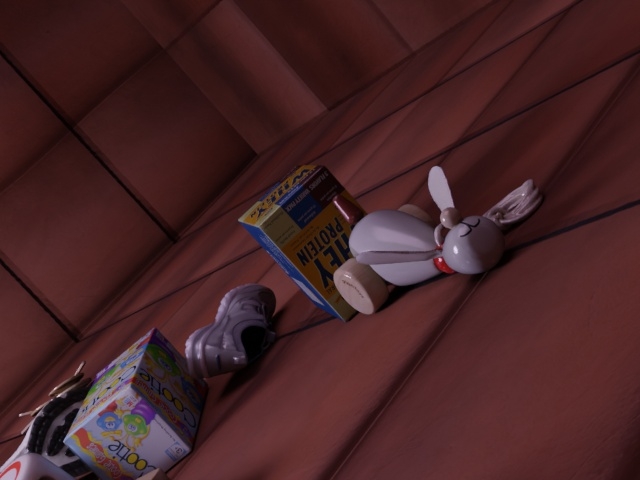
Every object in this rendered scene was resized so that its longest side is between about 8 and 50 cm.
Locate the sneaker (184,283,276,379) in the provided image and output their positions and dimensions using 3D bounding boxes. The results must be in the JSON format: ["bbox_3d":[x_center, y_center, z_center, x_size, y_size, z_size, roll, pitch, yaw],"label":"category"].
[{"bbox_3d":[-0.122,0.159,2.030,0.115,0.105,0.281,0,24,20],"label":"sneaker"}]

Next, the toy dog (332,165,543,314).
[{"bbox_3d":[0.116,-0.018,1.628,0.334,0.161,0.220,-30,16,48],"label":"toy dog"}]

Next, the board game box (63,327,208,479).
[{"bbox_3d":[-0.289,0.275,1.943,0.142,0.144,0.275,-39,11,10],"label":"board game box"}]

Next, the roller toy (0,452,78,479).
[{"bbox_3d":[-0.440,0.436,1.830,0.191,0.146,0.209,-50,16,2],"label":"roller toy"}]

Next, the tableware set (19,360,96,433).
[{"bbox_3d":[-0.496,0.293,2.272,0.128,0.039,0.194,-28,-9,-42],"label":"tableware set"}]

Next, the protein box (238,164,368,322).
[{"bbox_3d":[0.000,0.000,1.861,0.136,0.200,0.201,-43,11,-7],"label":"protein box"}]

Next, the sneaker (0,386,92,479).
[{"bbox_3d":[-0.497,0.422,2.151,0.410,0.158,0.182,-44,-6,-37],"label":"sneaker"}]

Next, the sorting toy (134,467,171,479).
[{"bbox_3d":[-0.303,0.434,1.505,0.257,0.089,0.255,-33,14,41],"label":"sorting toy"}]
